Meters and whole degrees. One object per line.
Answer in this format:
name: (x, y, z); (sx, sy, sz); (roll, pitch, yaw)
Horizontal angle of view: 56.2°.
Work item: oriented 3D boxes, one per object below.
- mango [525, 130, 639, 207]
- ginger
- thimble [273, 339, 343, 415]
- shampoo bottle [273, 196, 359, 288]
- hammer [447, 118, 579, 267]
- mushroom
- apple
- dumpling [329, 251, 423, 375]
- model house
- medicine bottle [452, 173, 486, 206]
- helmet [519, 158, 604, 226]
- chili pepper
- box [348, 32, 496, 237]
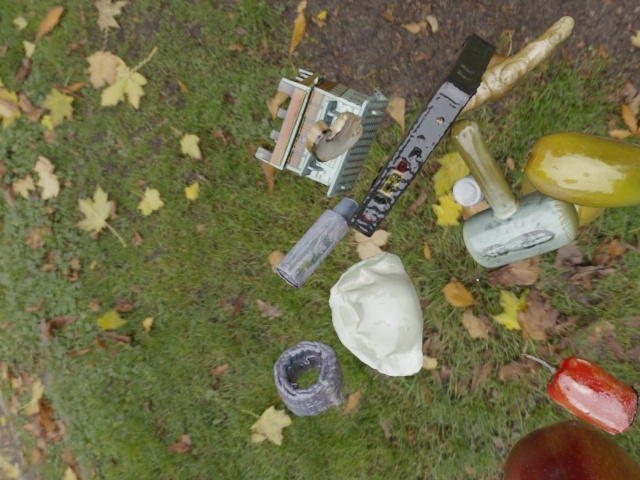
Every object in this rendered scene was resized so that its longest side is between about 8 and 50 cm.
mango: (0.359, -0.088, 0.756); (0.194, 0.130, 0.092); (7, 106, 11)
ginger: (0.403, -0.365, 1.308); (0.333, 0.148, 0.081); (-32, 80, 26)
thimble: (-0.023, 0.296, 1.287); (0.150, 0.098, 0.150); (-9, 45, 9)
shampoo bottle: (0.000, 0.000, 1.229); (0.072, 0.072, 0.214); (37, 75, 14)
hammer: (0.303, -0.087, 1.039); (0.202, 0.113, 0.305); (-23, 122, 31)
mushroom: (0.014, -0.092, 0.531); (0.019, 0.101, 0.049); (43, 113, 12)
apple: (0.513, 0.524, 1.182); (0.288, 0.317, 0.288); (2, 110, 6)
dumpling: (0.114, 0.154, 1.207); (0.179, 0.131, 0.252); (-11, 79, -14)
model house: (0.008, -0.240, 1.281); (0.215, 0.198, 0.224); (23, 115, 1)
medicine bottle: (0.293, -0.099, 1.125); (0.057, 0.089, 0.057); (15, 115, 35)
helmet: (0.519, -0.091, 1.278); (0.205, 0.257, 0.140); (12, 93, 23)
chili pepper: (0.416, 0.233, 0.981); (0.192, 0.086, 0.084); (29, 126, 15)
box: (0.165, -0.169, 1.019); (0.058, 0.211, 0.350); (34, 135, 1)
